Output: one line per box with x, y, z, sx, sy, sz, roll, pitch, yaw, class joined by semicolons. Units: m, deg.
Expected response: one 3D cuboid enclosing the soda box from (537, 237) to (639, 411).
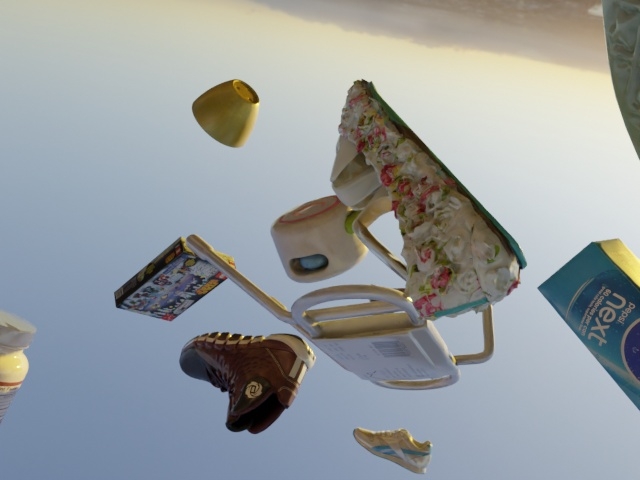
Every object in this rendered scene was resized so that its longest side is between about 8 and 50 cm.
0.283;0.098;0.486;0.071;0.067;0.210;-2;-130;-47;soda box

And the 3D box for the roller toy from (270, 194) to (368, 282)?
0.000;0.000;1.258;0.191;0.146;0.209;-25;-163;-16;roller toy

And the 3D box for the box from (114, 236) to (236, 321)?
-0.192;0.055;0.783;0.094;0.137;0.027;26;-145;-48;box

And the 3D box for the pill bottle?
-0.502;0.209;0.846;0.121;0.216;0.121;25;175;2;pill bottle

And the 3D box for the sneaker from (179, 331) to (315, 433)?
-0.154;0.244;0.997;0.281;0.106;0.162;-12;-141;31;sneaker

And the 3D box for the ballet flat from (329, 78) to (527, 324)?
0.049;-0.038;0.410;0.091;0.077;0.241;48;-169;-39;ballet flat

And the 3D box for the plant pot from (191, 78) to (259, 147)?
-0.179;-0.271;1.203;0.134;0.095;0.134;32;-146;-25;plant pot

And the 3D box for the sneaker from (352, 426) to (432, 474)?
0.204;0.575;1.679;0.229;0.092;0.087;20;178;8;sneaker

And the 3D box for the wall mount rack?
0.028;0.075;0.661;0.304;0.130;0.350;-7;152;19;wall mount rack

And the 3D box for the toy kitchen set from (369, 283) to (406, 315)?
0.124;0.103;0.975;0.075;0.068;0.083;-3;-146;20;toy kitchen set

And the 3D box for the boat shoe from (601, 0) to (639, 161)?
0.278;-0.027;0.252;0.156;0.500;0.187;-21;174;-13;boat shoe
